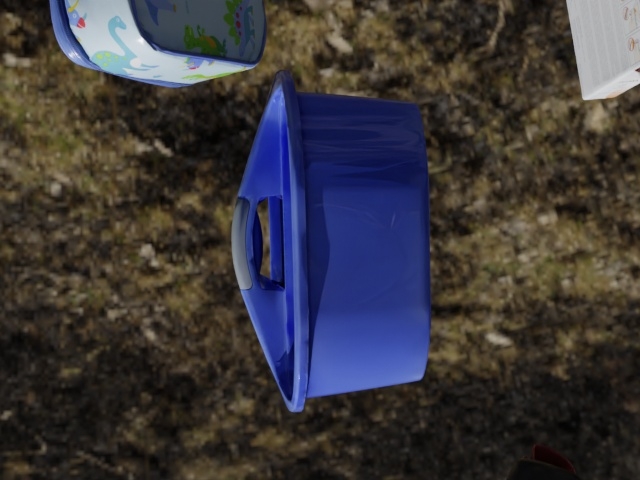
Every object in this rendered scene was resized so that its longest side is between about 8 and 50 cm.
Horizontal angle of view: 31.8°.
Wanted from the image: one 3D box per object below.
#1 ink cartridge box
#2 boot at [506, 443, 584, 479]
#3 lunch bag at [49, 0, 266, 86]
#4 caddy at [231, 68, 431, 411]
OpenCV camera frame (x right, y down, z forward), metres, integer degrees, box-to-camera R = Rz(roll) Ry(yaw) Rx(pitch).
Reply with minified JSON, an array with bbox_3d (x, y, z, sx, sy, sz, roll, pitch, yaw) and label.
[{"bbox_3d":[0.324,-0.242,1.192,0.045,0.146,0.179,-6,174,-17],"label":"ink cartridge box"},{"bbox_3d":[0.147,0.261,0.923,0.088,0.176,0.244,25,157,-3],"label":"boot"},{"bbox_3d":[-0.125,-0.227,0.814,0.090,0.219,0.176,-9,179,29],"label":"lunch bag"},{"bbox_3d":[0.000,0.000,1.128,0.179,0.342,0.241,-2,-175,-8],"label":"caddy"}]
